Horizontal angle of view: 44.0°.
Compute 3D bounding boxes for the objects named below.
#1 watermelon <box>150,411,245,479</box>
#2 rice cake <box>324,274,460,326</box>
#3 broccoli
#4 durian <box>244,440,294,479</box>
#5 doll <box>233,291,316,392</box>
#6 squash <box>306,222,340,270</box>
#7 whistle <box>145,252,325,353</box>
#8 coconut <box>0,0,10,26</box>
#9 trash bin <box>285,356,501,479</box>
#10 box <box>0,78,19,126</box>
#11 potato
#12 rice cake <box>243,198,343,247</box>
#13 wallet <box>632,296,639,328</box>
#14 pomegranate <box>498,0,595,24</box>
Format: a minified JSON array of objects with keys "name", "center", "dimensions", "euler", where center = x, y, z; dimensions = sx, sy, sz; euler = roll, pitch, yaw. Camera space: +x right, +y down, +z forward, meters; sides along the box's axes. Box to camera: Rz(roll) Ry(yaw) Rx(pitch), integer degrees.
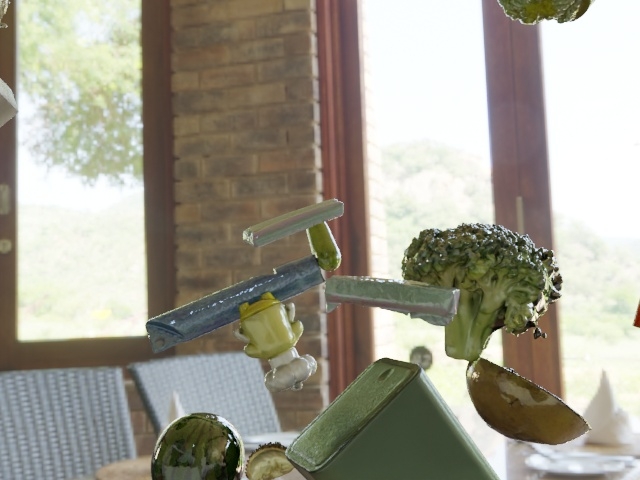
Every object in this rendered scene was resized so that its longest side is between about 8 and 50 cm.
[{"name":"watermelon","center":[-0.185,0.349,1.179],"dimensions":[0.141,0.187,0.140],"euler":[12,10,-2]},{"name":"rice cake","center":[0.128,0.111,1.502],"dimensions":[0.290,0.081,0.051],"euler":[3,-2,35]},{"name":"broccoli","center":[0.323,0.109,1.620],"dimensions":[0.348,0.280,0.293],"euler":[-3,18,-28]},{"name":"durian","center":[-0.102,0.438,1.582],"dimensions":[0.130,0.066,0.052],"euler":[-25,-40,18]},{"name":"doll","center":[-0.071,0.165,1.260],"dimensions":[0.106,0.162,0.062],"euler":[-25,-8,-13]},{"name":"squash","center":[0.000,0.000,2.002],"dimensions":[0.066,0.201,0.066],"euler":[-13,-42,-12]},{"name":"whistle","center":[-0.141,0.103,1.312],"dimensions":[0.304,0.062,0.062],"euler":[-23,-3,-7]},{"name":"coconut","center":[-0.803,-0.527,1.544],"dimensions":[0.361,0.346,0.346],"euler":[-13,-8,15]},{"name":"trash bin","center":[0.145,0.379,1.210],"dimensions":[0.223,0.343,0.158],"euler":[-42,14,-18]},{"name":"box","center":[-0.725,-0.273,1.675],"dimensions":[0.149,0.067,0.233],"euler":[-38,32,-6]},{"name":"potato","center":[0.406,0.350,1.663],"dimensions":[0.299,0.116,0.239],"euler":[22,-21,51]},{"name":"rice cake","center":[-0.053,-0.039,1.681],"dimensions":[0.222,0.042,0.080],"euler":[-20,12,-18]},{"name":"wallet","center":[0.763,0.105,1.697],"dimensions":[0.142,0.204,0.045],"euler":[16,-2,3]},{"name":"pomegranate","center":[0.521,-0.609,1.739],"dimensions":[0.261,0.260,0.341],"euler":[0,-1,-19]}]
